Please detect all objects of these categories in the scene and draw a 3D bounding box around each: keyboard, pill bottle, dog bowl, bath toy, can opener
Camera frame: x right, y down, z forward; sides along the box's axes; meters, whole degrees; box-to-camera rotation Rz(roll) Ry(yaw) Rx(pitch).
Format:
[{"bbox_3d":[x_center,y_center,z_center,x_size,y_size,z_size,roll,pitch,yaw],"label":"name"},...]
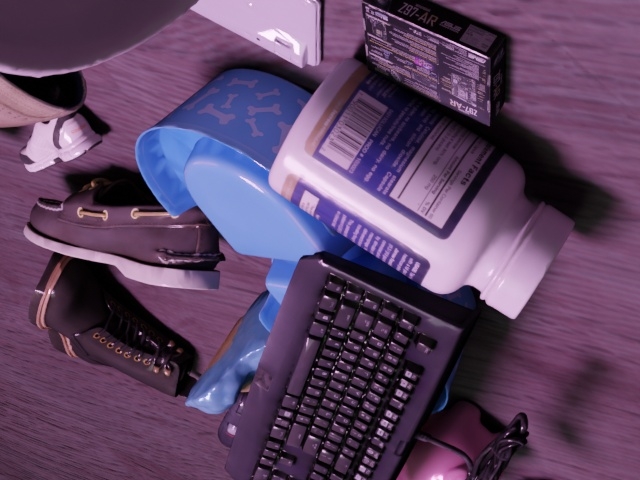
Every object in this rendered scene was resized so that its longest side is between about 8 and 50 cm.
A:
[{"bbox_3d":[0.047,0.133,1.299,0.201,0.033,0.317,21,144,1],"label":"keyboard"},{"bbox_3d":[0.062,-0.027,1.120,0.169,0.094,0.094,33,157,5],"label":"pill bottle"},{"bbox_3d":[0.000,0.000,1.282,0.166,0.074,0.297,7,145,47],"label":"dog bowl"},{"bbox_3d":[0.066,0.184,1.473,0.348,0.129,0.151,38,156,-9],"label":"bath toy"},{"bbox_3d":[-0.068,0.155,1.681,0.073,0.059,0.186,35,156,0],"label":"can opener"},{"bbox_3d":[-0.109,-0.184,1.160,0.256,0.014,0.072,29,151,13],"label":"keyboard"}]

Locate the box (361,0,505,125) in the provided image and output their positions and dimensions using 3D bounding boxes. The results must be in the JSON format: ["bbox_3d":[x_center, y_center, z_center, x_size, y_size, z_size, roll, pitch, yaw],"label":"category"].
[{"bbox_3d":[0.064,-0.106,1.064,0.083,0.018,0.067,26,155,20],"label":"box"}]

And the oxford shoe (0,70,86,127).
[{"bbox_3d":[-0.251,-0.212,1.174,0.130,0.123,0.348,5,142,33],"label":"oxford shoe"}]

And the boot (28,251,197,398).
[{"bbox_3d":[-0.178,0.077,1.682,0.137,0.077,0.198,25,168,11],"label":"boot"}]

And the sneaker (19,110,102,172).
[{"bbox_3d":[-0.206,-0.082,1.455,0.109,0.040,0.044,-14,110,56],"label":"sneaker"}]

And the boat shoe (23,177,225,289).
[{"bbox_3d":[-0.153,-0.013,1.473,0.081,0.068,0.228,2,-171,-43],"label":"boat shoe"}]

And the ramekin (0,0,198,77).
[{"bbox_3d":[-0.116,-0.220,0.785,0.135,0.277,0.277,32,157,25],"label":"ramekin"}]
